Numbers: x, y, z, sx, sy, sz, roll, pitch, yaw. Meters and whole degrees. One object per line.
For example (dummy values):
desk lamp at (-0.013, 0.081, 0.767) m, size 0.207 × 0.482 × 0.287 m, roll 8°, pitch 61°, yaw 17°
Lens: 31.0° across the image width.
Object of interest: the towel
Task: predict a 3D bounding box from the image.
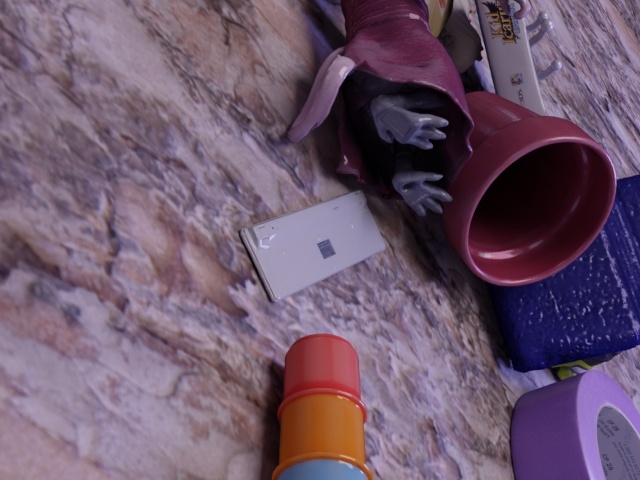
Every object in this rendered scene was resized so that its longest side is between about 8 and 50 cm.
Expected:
towel at (0.352, 0.038, 1.447) m, size 0.076 × 0.308 × 0.227 m, roll 100°, pitch -23°, yaw -64°

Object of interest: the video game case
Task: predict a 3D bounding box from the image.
video game case at (0.272, -0.223, 1.611) m, size 0.269 × 0.061 × 0.244 m, roll 40°, pitch 37°, yaw -72°

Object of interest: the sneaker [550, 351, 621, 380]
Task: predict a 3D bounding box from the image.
sneaker at (0.329, 0.032, 1.545) m, size 0.111 × 0.121 × 0.300 m, roll -3°, pitch 71°, yaw -61°

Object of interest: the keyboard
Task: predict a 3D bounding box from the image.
keyboard at (0.000, 0.000, 1.131) m, size 0.256 × 0.014 × 0.072 m, roll -22°, pitch 92°, yaw -62°

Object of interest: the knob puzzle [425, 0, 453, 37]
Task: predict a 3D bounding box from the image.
knob puzzle at (0.142, -0.344, 1.479) m, size 0.213 × 0.030 × 0.213 m, roll 12°, pitch 90°, yaw -72°

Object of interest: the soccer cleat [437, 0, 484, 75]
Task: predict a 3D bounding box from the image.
soccer cleat at (0.182, -0.302, 1.634) m, size 0.076 × 0.068 × 0.196 m, roll 41°, pitch 29°, yaw -28°

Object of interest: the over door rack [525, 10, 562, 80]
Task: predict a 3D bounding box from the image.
over door rack at (0.287, -0.432, 1.867) m, size 0.324 × 0.108 × 0.239 m, roll 32°, pitch 41°, yaw -45°

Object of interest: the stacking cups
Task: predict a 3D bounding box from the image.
stacking cups at (0.009, 0.212, 0.882) m, size 0.096 × 0.096 × 0.316 m, roll 43°, pitch 35°, yaw -35°

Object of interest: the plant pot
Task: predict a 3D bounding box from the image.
plant pot at (0.213, -0.078, 1.354) m, size 0.201 × 0.201 × 0.180 m, roll 37°, pitch 13°, yaw -41°

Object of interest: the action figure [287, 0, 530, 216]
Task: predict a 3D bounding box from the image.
action figure at (0.064, -0.218, 1.285) m, size 0.276 × 0.248 × 0.370 m, roll 10°, pitch 56°, yaw -26°

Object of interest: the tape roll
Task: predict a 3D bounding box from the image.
tape roll at (0.333, 0.297, 1.375) m, size 0.275 × 0.090 × 0.274 m, roll 39°, pitch 38°, yaw -39°
